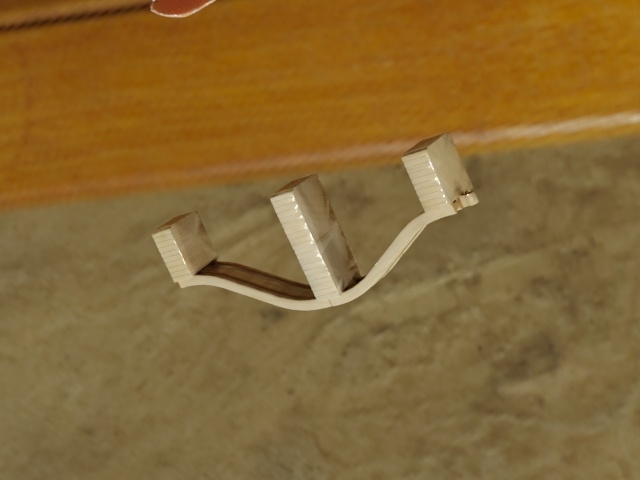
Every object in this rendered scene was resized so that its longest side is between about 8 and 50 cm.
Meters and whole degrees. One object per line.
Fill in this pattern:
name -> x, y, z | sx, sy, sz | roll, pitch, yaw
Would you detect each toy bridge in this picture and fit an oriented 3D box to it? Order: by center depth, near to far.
toy bridge -> 0.000, 0.000, 0.810 | 0.188, 0.063, 0.026 | -15, 14, 39

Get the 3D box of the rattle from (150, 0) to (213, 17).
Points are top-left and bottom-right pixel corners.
rattle -> 0.008, -0.184, 0.862 | 0.130, 0.143, 0.199 | -1, 71, 55
